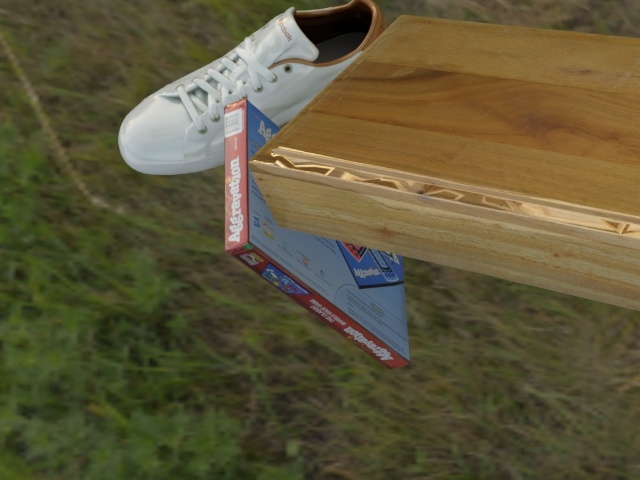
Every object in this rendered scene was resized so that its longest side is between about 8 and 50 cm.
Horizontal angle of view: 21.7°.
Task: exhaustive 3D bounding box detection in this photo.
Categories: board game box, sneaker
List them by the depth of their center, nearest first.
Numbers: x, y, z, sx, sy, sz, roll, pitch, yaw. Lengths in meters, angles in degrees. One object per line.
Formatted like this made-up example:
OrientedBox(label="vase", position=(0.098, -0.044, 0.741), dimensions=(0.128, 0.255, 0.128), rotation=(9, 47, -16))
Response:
OrientedBox(label="board game box", position=(0.000, 0.000, 1.496), dimensions=(0.027, 0.281, 0.145), rotation=(-17, 57, 26))
OrientedBox(label="sneaker", position=(-0.068, -0.165, 1.619), dimensions=(0.290, 0.123, 0.106), rotation=(-25, 60, -12))

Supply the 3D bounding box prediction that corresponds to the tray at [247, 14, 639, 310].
OrientedBox(label="tray", position=(0.157, -0.067, 1.204), dimensions=(0.411, 0.076, 0.203), rotation=(13, 49, 45))
